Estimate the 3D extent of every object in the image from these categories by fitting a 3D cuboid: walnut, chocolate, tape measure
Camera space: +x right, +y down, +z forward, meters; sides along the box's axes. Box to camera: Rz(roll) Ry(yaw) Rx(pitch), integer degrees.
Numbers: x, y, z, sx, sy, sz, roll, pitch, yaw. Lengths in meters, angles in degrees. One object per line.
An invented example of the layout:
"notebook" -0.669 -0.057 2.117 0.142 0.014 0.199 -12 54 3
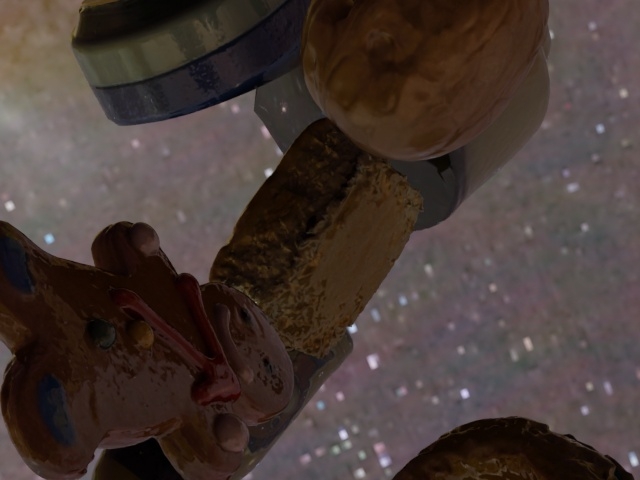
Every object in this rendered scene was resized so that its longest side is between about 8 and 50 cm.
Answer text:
"walnut" 0.086 -0.173 1.407 0.226 0.193 0.193 -49 -164 30
"chocolate" 0.122 -0.210 2.122 0.326 0.314 0.297 35 -121 14
"tape measure" -0.142 -0.233 1.839 0.259 0.138 0.262 -6 -158 42

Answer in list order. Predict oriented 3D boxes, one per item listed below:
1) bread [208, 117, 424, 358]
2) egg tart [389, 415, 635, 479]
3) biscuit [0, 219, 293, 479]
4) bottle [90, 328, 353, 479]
"bread" 0.000 0.000 1.750 0.121 0.174 0.245 23 -104 39
"egg tart" 0.191 0.366 1.617 0.388 0.169 0.388 -16 -118 33
"biscuit" -0.114 0.071 1.168 0.049 0.324 0.205 -32 -114 23
"bottle" -0.127 0.205 1.983 0.171 0.171 0.351 17 -117 50
